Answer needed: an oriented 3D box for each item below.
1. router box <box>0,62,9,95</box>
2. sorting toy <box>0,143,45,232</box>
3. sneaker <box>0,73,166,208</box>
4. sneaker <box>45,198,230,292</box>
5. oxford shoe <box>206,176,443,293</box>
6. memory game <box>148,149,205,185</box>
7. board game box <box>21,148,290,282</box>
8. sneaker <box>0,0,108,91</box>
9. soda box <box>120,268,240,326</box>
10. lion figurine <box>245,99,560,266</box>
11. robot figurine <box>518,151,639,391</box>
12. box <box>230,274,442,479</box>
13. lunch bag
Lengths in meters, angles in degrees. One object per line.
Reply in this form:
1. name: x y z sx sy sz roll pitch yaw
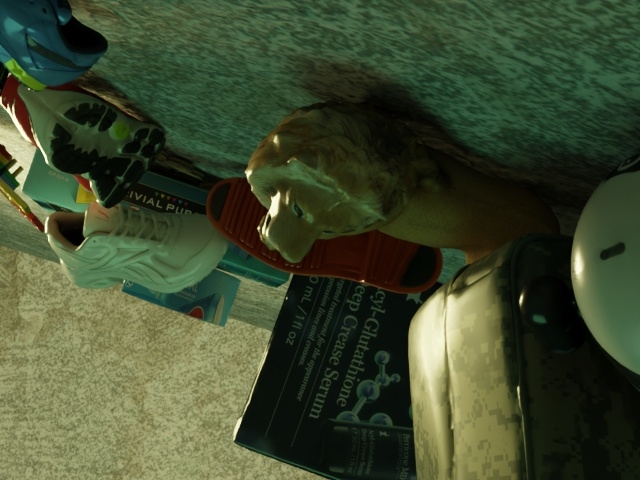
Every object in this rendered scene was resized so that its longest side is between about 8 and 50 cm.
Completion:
1. router box: -0.339 -0.157 1.448 0.092 0.122 0.038 18 176 14
2. sorting toy: -0.446 -0.119 2.064 0.274 0.046 0.132 40 169 26
3. sneaker: -0.253 -0.121 1.666 0.118 0.107 0.279 38 176 18
4. sneaker: -0.217 -0.001 1.789 0.232 0.090 0.115 -7 145 23
5. oxford shoe: 0.000 0.000 1.771 0.271 0.096 0.098 21 178 -3
6. memory game: -0.225 -0.106 1.891 0.186 0.012 0.186 20 171 3
7. board game box: -0.194 -0.032 1.990 0.336 0.079 0.254 19 175 -3
8. sneaker: -0.252 -0.198 1.239 0.082 0.069 0.209 -21 141 24
9. soda box: -0.178 0.059 2.043 0.067 0.071 0.210 17 175 21
10. lion figurine: 0.092 -0.028 1.339 0.392 0.142 0.240 9 171 -32
11. robot figurine: 0.268 0.030 1.077 0.173 0.209 0.278 40 -179 25
12. box: 0.115 0.210 2.147 0.396 0.293 0.212 19 172 4
13. lunch bag: 0.176 0.166 1.273 0.213 0.305 0.256 10 156 -27
